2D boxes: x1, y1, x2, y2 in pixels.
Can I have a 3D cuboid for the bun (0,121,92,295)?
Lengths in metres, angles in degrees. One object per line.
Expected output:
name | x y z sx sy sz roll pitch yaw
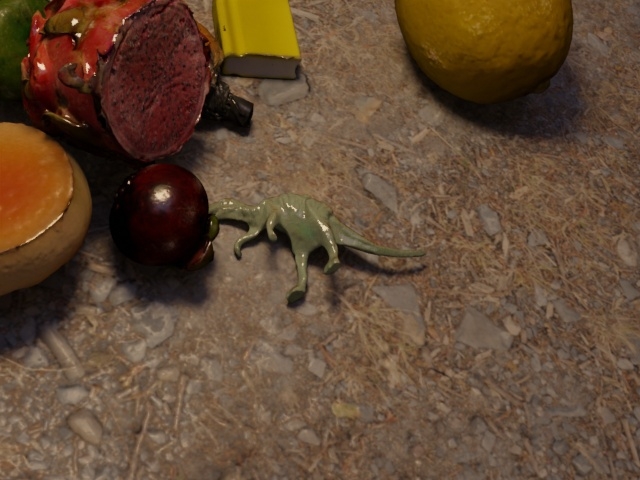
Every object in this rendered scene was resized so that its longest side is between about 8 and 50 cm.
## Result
bun | -0.498 -0.031 1.345 0.299 0.164 0.298 2 51 -3

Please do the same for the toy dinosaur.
toy dinosaur | 0.000 0.000 1.529 0.393 0.092 0.205 -3 50 -9

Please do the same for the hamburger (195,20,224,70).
hamburger | -0.252 -0.391 1.720 0.176 0.087 0.102 29 50 18

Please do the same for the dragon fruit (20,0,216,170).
dragon fruit | -0.364 -0.287 1.433 0.263 0.314 0.296 16 75 25

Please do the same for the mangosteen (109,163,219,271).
mangosteen | -0.244 -0.028 1.433 0.200 0.200 0.199 8 54 -12

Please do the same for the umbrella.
umbrella | -0.277 -0.306 1.624 0.337 0.154 0.128 23 92 1

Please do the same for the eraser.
eraser | -0.134 -0.429 1.804 0.158 0.069 0.226 1 55 -19

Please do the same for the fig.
fig | -0.572 -0.335 1.567 0.203 0.235 0.203 6 82 -49

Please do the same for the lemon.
lemon | 0.348 -0.438 1.800 0.364 0.364 0.364 8 54 -12
